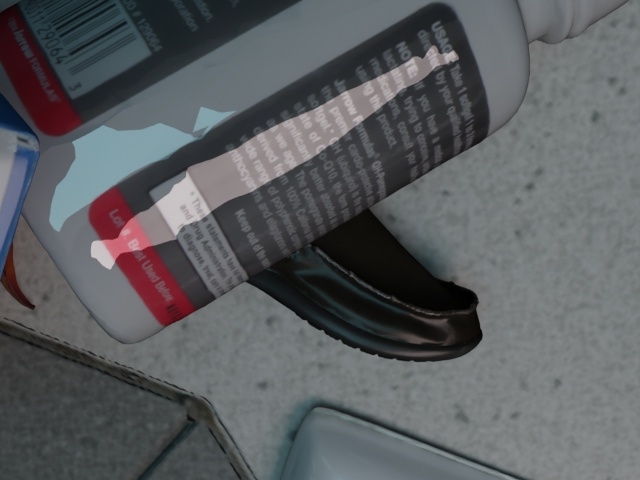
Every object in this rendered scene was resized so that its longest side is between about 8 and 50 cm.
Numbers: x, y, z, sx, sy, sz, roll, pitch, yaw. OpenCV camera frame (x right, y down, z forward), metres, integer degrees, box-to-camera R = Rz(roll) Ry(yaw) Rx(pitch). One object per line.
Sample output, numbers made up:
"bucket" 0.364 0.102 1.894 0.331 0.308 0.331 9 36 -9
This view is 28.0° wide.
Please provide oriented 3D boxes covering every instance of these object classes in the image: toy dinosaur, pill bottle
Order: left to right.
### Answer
"toy dinosaur" -0.206 -0.012 0.796 0.090 0.047 0.082 23 99 -35
"pill bottle" -0.007 -0.099 0.648 0.319 0.176 0.176 -31 100 -4

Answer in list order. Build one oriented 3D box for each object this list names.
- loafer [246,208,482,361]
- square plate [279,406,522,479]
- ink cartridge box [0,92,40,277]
"loafer" 0.000 0.000 0.744 0.220 0.080 0.078 25 106 -1
"square plate" 0.096 0.319 0.835 0.344 0.049 0.347 20 106 1
"ink cartridge box" -0.299 -0.003 0.609 0.166 0.395 0.285 10 109 -34
